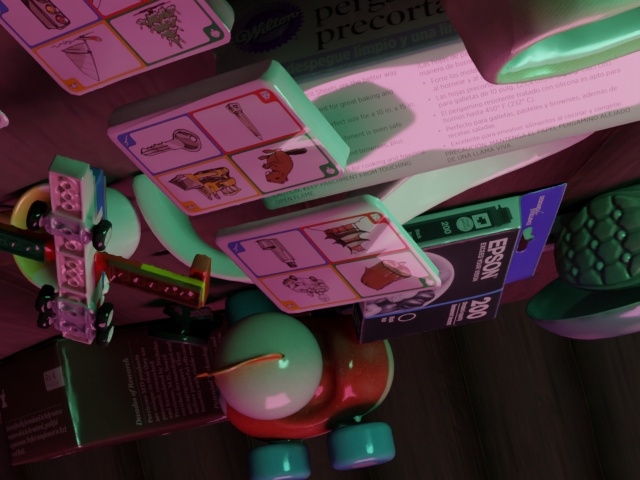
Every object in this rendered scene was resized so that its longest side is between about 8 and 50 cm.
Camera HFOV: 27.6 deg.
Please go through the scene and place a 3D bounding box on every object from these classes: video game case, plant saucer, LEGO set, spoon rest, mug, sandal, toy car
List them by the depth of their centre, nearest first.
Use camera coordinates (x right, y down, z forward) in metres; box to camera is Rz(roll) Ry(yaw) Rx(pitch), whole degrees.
[{"bbox_3d":[-0.094,-0.032,0.512,0.244,0.060,0.182,-13,133,36],"label":"LEGO set"},{"bbox_3d":[0.031,-0.032,0.756,0.276,0.084,0.137,-15,172,15],"label":"spoon rest"},{"bbox_3d":[-0.143,-0.011,0.765,0.062,0.078,0.064,-53,164,23],"label":"mug"},{"bbox_3d":[-0.058,0.140,1.391,0.210,0.219,0.238,-17,163,29],"label":"toy car"},{"bbox_3d":[-0.147,0.086,1.456,0.067,0.040,0.179,12,-172,5],"label":"sandal"},{"bbox_3d":[0.385,0.038,1.460,0.317,0.044,0.317,-24,-174,3],"label":"plant saucer"},{"bbox_3d":[0.331,-0.022,1.558,0.173,0.022,0.190,-15,171,11],"label":"video game case"}]

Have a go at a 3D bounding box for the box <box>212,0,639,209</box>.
[{"bbox_3d":[0.122,-0.088,0.482,0.323,0.063,0.067,-14,137,11],"label":"box"}]

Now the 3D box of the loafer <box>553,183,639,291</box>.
[{"bbox_3d":[0.377,-0.017,1.343,0.111,0.112,0.319,4,163,-37],"label":"loafer"}]

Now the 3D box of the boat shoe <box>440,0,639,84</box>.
[{"bbox_3d":[0.164,-0.112,0.371,0.302,0.094,0.109,-13,172,-8],"label":"boat shoe"}]

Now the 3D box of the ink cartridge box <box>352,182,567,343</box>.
[{"bbox_3d":[0.137,0.028,1.303,0.208,0.045,0.206,-13,153,-7],"label":"ink cartridge box"}]

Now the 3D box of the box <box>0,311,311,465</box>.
[{"bbox_3d":[-0.199,0.179,1.672,0.381,0.143,0.191,-5,169,-38],"label":"box"}]
